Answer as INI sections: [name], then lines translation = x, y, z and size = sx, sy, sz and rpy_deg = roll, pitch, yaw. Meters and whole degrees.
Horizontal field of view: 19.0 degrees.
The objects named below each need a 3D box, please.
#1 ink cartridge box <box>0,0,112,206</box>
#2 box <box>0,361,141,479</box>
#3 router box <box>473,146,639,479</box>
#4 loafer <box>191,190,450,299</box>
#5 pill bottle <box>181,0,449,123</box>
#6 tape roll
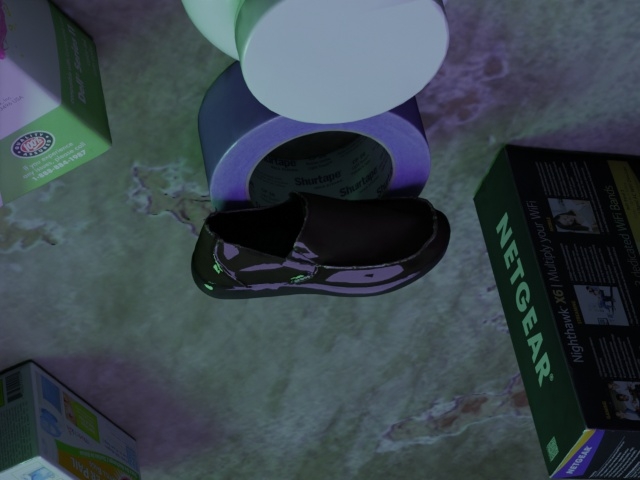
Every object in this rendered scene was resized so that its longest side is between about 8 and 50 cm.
[ink cartridge box]
translation = -0.339, -0.151, 1.390
size = 0.207, 0.119, 0.353
rpy_deg = -26, 142, 18
[box]
translation = -0.270, 0.227, 1.906
size = 0.103, 0.114, 0.203
rpy_deg = -24, 143, 16
[router box]
translation = 0.288, 0.065, 1.690
size = 0.243, 0.309, 0.081
rpy_deg = 5, 140, -20
[loafer]
translation = 0.000, 0.000, 1.581
size = 0.220, 0.080, 0.078
rpy_deg = -10, 144, -3
[pill bottle]
translation = -0.013, -0.233, 1.205
size = 0.181, 0.323, 0.181
rpy_deg = -7, 142, -6
[tape roll]
translation = -0.006, -0.080, 1.610
size = 0.189, 0.080, 0.189
rpy_deg = -8, 142, -6
